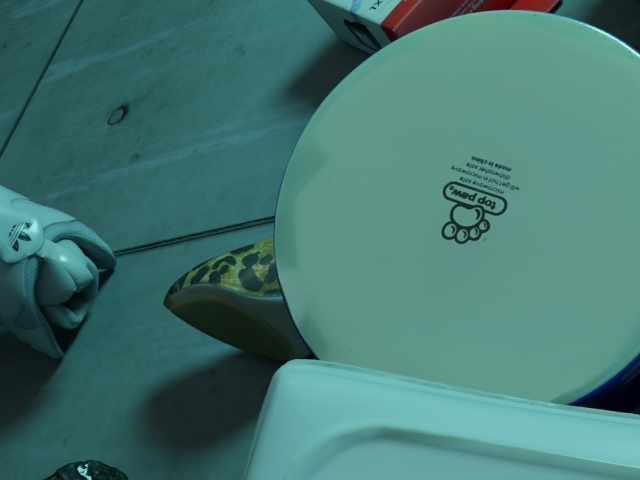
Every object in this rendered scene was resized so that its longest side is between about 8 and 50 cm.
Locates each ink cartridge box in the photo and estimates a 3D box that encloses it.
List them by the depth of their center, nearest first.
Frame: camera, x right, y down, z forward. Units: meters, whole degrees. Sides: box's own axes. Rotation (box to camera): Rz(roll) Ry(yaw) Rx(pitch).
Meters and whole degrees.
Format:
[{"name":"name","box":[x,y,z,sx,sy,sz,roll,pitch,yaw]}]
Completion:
[{"name":"ink cartridge box","box":[0.095,-0.228,1.029,0.134,0.078,0.231,-47,37,-4]}]

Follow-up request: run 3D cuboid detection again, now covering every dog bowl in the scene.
[{"name":"dog bowl","box":[0.108,-0.004,0.696,0.265,0.104,0.265,-8,68,20]}]

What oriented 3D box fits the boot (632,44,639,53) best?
[{"name":"boot","box":[0.186,-0.064,0.792,0.152,0.073,0.197,-18,47,23]}]

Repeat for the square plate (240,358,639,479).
[{"name":"square plate","box":[0.082,0.219,0.493,0.344,0.049,0.347,5,60,23]}]

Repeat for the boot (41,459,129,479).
[{"name":"boot","box":[-0.083,0.213,0.727,0.348,0.131,0.260,-41,30,-6]}]

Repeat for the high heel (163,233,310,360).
[{"name":"high heel","box":[0.000,0.000,0.900,0.261,0.093,0.186,-2,46,40]}]

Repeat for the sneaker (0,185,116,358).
[{"name":"sneaker","box":[-0.335,0.041,1.137,0.137,0.210,0.366,-64,6,-25]}]
